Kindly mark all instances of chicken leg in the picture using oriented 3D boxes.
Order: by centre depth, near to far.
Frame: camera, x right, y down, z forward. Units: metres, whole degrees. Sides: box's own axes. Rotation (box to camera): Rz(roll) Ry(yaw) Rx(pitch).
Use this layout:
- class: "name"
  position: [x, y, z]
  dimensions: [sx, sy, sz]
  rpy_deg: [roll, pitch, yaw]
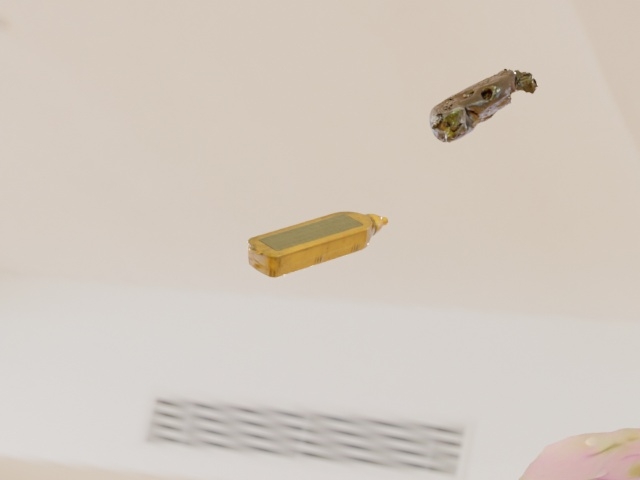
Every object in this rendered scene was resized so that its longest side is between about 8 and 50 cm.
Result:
- class: "chicken leg"
  position: [0.178, -0.155, 2.205]
  dimensions: [0.106, 0.253, 0.051]
  rpy_deg: [-27, -85, 31]

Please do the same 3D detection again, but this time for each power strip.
- class: "power strip"
  position: [0.000, 0.000, 1.913]
  dimensions: [0.178, 0.028, 0.049]
  rpy_deg: [-18, 33, -36]

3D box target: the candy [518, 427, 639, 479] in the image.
- class: "candy"
  position: [0.251, 0.291, 1.461]
  dimensions: [0.156, 0.265, 0.116]
  rpy_deg: [-11, 13, 36]
